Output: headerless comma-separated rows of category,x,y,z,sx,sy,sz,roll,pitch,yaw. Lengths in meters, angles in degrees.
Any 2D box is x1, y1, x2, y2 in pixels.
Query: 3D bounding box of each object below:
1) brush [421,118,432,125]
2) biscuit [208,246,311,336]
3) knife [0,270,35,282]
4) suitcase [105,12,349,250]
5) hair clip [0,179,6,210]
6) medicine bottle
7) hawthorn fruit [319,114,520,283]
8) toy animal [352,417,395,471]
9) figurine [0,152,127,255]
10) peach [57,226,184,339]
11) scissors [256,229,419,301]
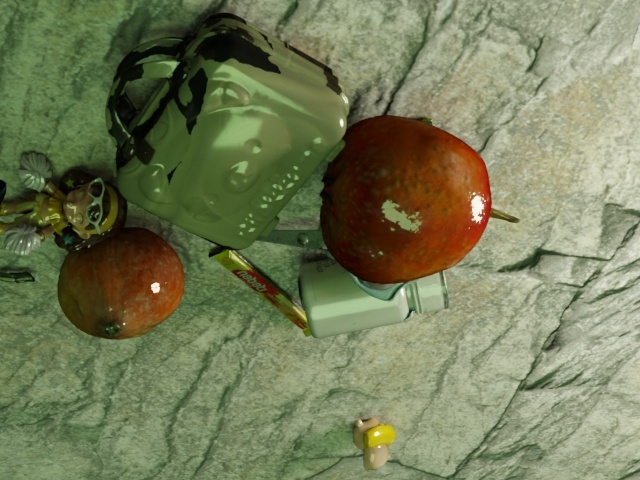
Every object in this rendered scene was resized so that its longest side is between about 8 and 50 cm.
brush,0.180,-0.167,1.757,0.019,0.021,0.083,-3,132,1
biscuit,-0.097,0.096,1.952,0.048,0.026,0.292,-19,133,36
knife,-0.622,0.051,1.851,0.222,0.045,0.021,4,168,-15
suitcase,-0.167,-0.168,1.604,0.339,0.194,0.351,27,123,-24
hair clip,-0.638,-0.103,1.601,0.310,0.206,0.194,-11,126,9
medicine bottle,0.097,0.088,1.889,0.258,0.143,0.143,-11,131,5
hawthorn fruit,0.162,-0.057,1.676,0.331,0.287,0.287,7,130,-6
toy animal,0.111,0.431,2.241,0.091,0.082,0.114,-30,124,-39
figurine,-0.438,-0.047,1.718,0.240,0.174,0.116,-1,162,10
peach,-0.345,0.088,1.785,0.233,0.232,0.232,-3,131,-4
scissors,0.000,0.000,1.828,0.361,0.191,0.029,6,171,6
